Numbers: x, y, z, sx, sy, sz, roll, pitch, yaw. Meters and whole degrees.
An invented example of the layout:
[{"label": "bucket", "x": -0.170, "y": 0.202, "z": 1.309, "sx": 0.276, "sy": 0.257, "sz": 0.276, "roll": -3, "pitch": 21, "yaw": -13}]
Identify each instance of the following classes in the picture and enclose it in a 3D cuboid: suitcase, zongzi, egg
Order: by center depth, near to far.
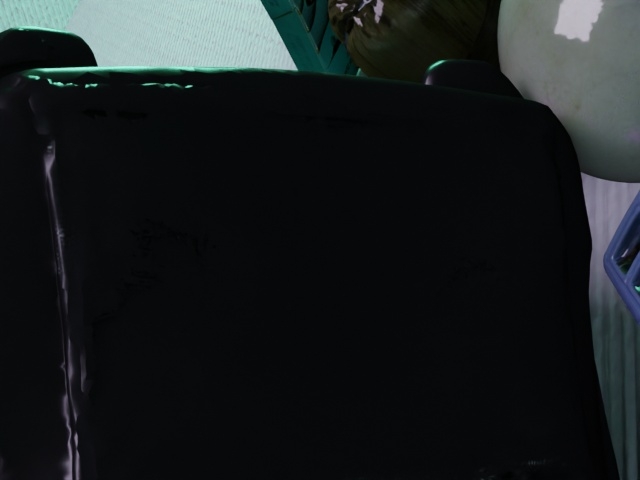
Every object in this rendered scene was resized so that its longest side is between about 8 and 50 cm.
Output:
[{"label": "suitcase", "x": -0.029, "y": 0.082, "z": 0.694, "sx": 0.188, "sy": 0.345, "sz": 0.339, "roll": -20, "pitch": 74, "yaw": 55}, {"label": "egg", "x": 0.174, "y": -0.121, "z": 0.803, "sx": 0.151, "sy": 0.151, "sz": 0.209, "roll": -46, "pitch": 17, "yaw": 35}, {"label": "zongzi", "x": 0.053, "y": -0.167, "z": 0.948, "sx": 0.112, "sy": 0.221, "sz": 0.242, "roll": -49, "pitch": 51, "yaw": 11}]

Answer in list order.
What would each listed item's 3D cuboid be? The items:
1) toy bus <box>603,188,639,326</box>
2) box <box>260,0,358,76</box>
[{"label": "toy bus", "x": 0.216, "y": 0.049, "z": 0.552, "sx": 0.133, "sy": 0.125, "sz": 0.292, "roll": -58, "pitch": 21, "yaw": 19}, {"label": "box", "x": 0.013, "y": -0.234, "z": 1.257, "sx": 0.226, "sy": 0.042, "sz": 0.160, "roll": 54, "pitch": -125, "yaw": -69}]
